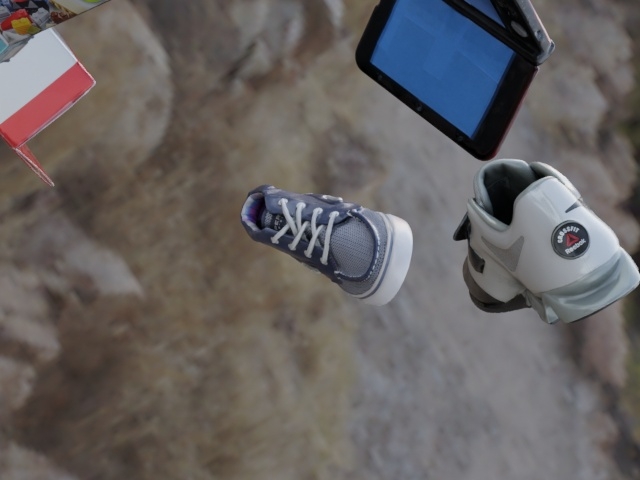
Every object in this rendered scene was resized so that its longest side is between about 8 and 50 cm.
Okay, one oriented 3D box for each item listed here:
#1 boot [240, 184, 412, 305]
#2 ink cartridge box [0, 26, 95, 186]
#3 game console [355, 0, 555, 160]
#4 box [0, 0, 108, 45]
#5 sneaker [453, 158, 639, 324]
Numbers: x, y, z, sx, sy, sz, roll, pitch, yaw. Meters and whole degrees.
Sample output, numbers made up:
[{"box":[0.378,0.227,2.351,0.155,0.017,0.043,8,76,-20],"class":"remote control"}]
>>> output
[{"box":[0.000,0.000,1.389,0.086,0.069,0.190,16,1,-18],"class":"boot"},{"box":[-0.241,-0.156,1.293,0.231,0.078,0.134,52,-2,-41],"class":"ink cartridge box"},{"box":[0.071,-0.141,1.219,0.144,0.085,0.124,40,-5,34],"class":"game console"},{"box":[-0.120,-0.179,0.945,0.114,0.207,0.036,51,45,-23],"class":"box"},{"box":[0.191,-0.014,1.751,0.146,0.122,0.330,58,-11,-6],"class":"sneaker"}]
